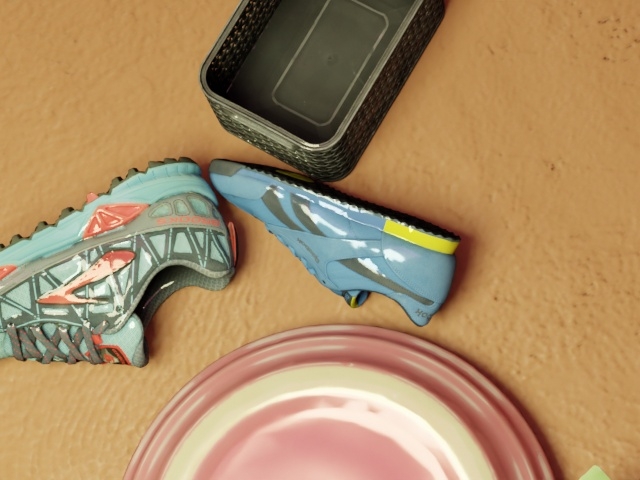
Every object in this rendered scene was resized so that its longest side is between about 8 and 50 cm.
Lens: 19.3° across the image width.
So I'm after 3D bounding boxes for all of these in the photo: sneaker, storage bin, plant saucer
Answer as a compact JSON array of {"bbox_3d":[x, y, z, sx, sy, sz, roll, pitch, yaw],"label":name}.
[{"bbox_3d":[-0.180,0.048,1.384,0.262,0.104,0.125,-32,76,-1],"label":"sneaker"},{"bbox_3d":[0.003,-0.151,1.424,0.122,0.084,0.180,28,80,14],"label":"storage bin"},{"bbox_3d":[0.009,0.216,1.325,0.332,0.084,0.332,-2,75,6],"label":"plant saucer"},{"bbox_3d":[0.000,0.000,1.392,0.209,0.069,0.082,23,101,19],"label":"sneaker"}]

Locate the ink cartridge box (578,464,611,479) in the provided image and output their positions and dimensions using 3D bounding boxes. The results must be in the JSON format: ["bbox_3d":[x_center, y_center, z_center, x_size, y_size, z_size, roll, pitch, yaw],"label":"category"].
[{"bbox_3d":[0.206,0.284,1.225,0.171,0.056,0.235,-40,81,-12],"label":"ink cartridge box"}]
